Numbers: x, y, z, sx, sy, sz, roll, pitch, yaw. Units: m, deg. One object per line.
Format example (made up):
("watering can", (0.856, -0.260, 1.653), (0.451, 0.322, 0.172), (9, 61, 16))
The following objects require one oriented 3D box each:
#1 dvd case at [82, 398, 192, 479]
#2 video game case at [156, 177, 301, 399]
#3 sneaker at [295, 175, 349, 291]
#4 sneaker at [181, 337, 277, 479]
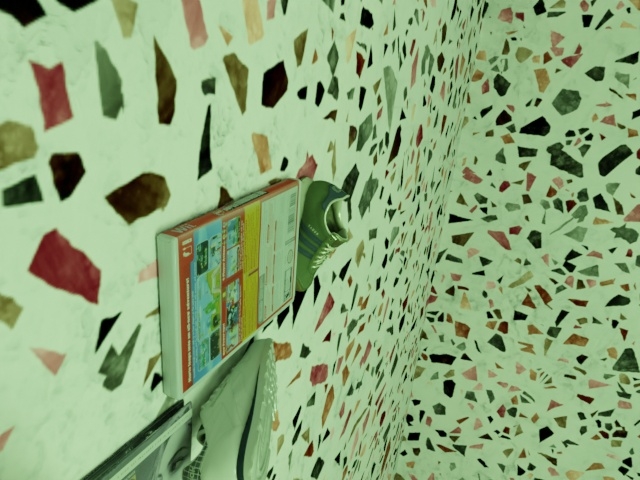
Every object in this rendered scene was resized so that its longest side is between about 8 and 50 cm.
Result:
("dvd case", (-0.206, 0.319, 0.609), (0.164, 0.018, 0.221), (-32, 131, -61))
("video game case", (-0.104, 0.045, 0.687), (0.285, 0.025, 0.203), (-36, 136, -59))
("sneaker", (0.000, 0.000, 0.830), (0.064, 0.086, 0.192), (-30, 130, -61))
("sneaker", (-0.110, 0.216, 0.700), (0.235, 0.095, 0.090), (-81, 164, -60))
